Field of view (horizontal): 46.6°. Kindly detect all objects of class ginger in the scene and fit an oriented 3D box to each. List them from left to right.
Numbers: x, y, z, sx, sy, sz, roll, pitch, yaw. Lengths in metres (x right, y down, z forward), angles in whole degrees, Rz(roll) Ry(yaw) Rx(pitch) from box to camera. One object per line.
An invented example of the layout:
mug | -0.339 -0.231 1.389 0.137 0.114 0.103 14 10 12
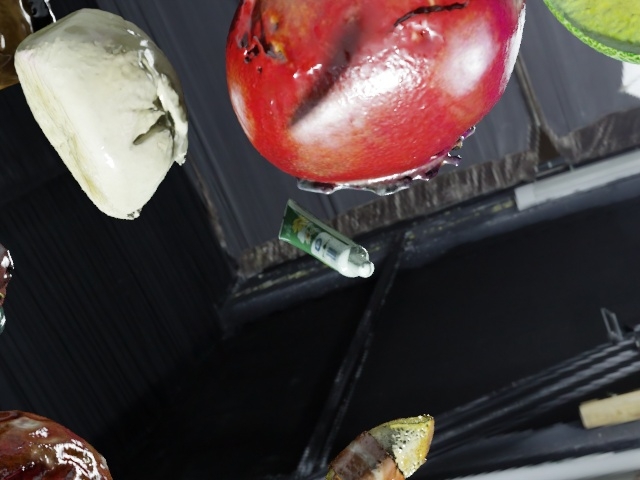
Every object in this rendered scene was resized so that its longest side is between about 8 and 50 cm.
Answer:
ginger | -0.606 -0.408 1.341 0.223 0.269 0.200 -11 -178 -39

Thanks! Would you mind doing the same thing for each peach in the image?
peach | 0.053 -0.258 1.002 0.416 0.353 0.339 -49 -144 43

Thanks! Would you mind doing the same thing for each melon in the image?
melon | 0.465 -0.364 1.023 0.332 0.343 0.226 4 156 -8

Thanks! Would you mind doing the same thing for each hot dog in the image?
hot dog | 0.064 0.355 1.127 0.261 0.123 0.093 -40 -131 -22

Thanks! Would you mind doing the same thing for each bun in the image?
bun | -0.191 -0.121 0.704 0.128 0.193 0.178 -33 -164 -23

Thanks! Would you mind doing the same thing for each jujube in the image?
jujube | -0.470 0.372 0.992 0.277 0.276 0.377 -9 176 43

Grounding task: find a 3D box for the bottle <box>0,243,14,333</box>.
bottle | -0.501 0.036 1.018 0.143 0.271 0.156 -17 -139 -18

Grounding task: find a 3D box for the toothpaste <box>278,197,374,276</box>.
toothpaste | 0.000 0.000 0.763 0.032 0.049 0.204 9 -169 -28
